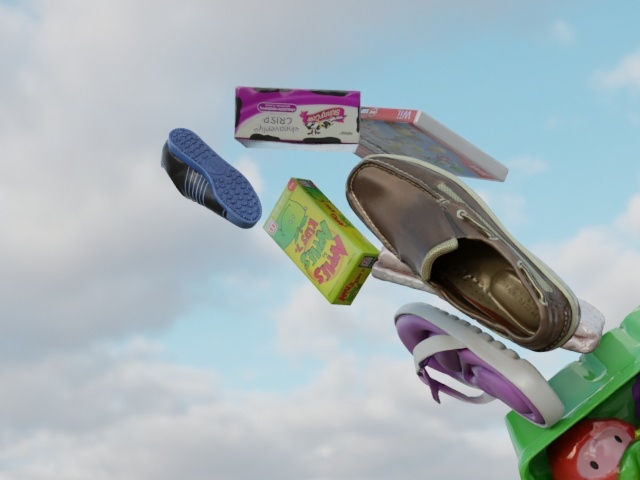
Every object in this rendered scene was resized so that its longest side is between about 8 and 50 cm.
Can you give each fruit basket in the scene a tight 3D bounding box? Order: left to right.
[{"bbox_3d":[0.489,0.305,1.866,0.392,0.392,0.283,-18,-56,34],"label":"fruit basket"}]

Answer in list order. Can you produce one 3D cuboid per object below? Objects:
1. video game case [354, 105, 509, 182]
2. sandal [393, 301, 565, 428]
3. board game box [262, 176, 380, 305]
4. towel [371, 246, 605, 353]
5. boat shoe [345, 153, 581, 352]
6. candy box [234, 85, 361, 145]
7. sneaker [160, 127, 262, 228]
[{"bbox_3d":[0.110,-0.147,1.948,0.204,0.025,0.285,28,-11,-39],"label":"video game case"},{"bbox_3d":[0.199,0.191,1.965,0.102,0.169,0.416,-42,21,-13],"label":"sandal"},{"bbox_3d":[0.000,0.000,1.874,0.043,0.181,0.092,7,-59,-47],"label":"board game box"},{"bbox_3d":[0.246,0.075,1.871,0.317,0.053,0.332,21,7,12],"label":"towel"},{"bbox_3d":[0.118,0.004,1.189,0.095,0.257,0.095,-61,-22,16],"label":"boat shoe"},{"bbox_3d":[-0.028,-0.156,1.741,0.159,0.071,0.233,3,2,1],"label":"candy box"},{"bbox_3d":[-0.195,-0.095,2.345,0.081,0.232,0.090,-29,-21,-38],"label":"sneaker"}]
